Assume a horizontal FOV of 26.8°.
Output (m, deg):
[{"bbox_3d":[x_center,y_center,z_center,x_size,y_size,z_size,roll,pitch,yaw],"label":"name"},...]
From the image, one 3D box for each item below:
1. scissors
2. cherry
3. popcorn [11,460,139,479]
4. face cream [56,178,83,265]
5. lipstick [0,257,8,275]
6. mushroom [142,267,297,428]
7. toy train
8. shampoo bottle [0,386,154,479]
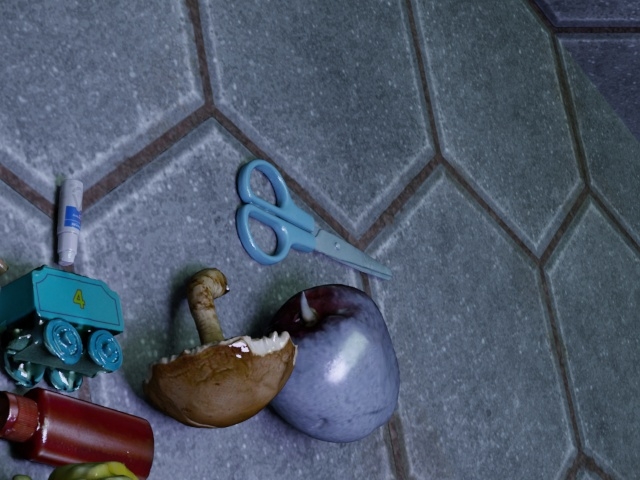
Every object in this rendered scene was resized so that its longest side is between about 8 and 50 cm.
[{"bbox_3d":[0.000,0.000,2.456,0.447,0.029,0.192,27,53,-47],"label":"scissors"},{"bbox_3d":[0.015,0.199,2.208,0.296,0.218,0.255,60,28,-26],"label":"cherry"},{"bbox_3d":[-0.251,0.412,1.619,0.293,0.334,0.292,12,55,-7],"label":"popcorn"},{"bbox_3d":[-0.363,-0.024,1.939,0.034,0.034,0.130,29,52,-46],"label":"face cream"},{"bbox_3d":[-0.455,0.008,1.803,0.094,0.019,0.019,52,38,-25],"label":"lipstick"},{"bbox_3d":[-0.185,0.161,2.018,0.233,0.301,0.208,31,93,-47],"label":"mushroom"},{"bbox_3d":[-0.354,0.119,1.824,0.198,0.107,0.154,21,50,-50],"label":"toy train"},{"bbox_3d":[-0.336,0.260,1.808,0.260,0.064,0.102,27,54,-47],"label":"shampoo bottle"}]
